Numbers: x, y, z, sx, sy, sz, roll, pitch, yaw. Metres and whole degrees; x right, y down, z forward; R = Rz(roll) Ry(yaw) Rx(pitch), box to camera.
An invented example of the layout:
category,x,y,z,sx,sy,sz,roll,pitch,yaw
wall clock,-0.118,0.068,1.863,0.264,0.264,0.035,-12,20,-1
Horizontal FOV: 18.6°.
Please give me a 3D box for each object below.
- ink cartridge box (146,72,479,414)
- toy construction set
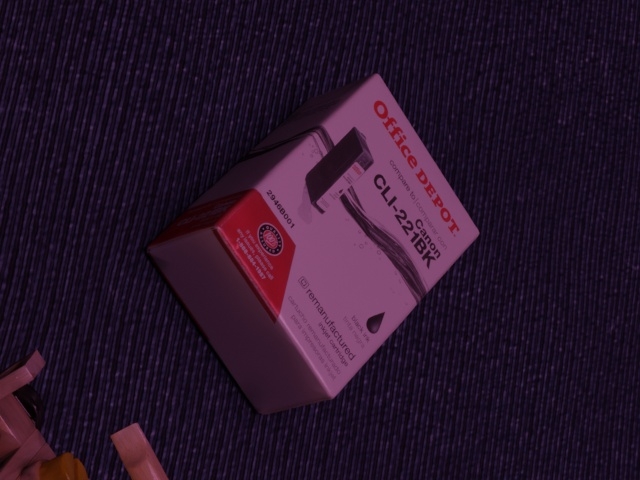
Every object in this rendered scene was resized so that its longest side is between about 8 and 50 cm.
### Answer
category,x,y,z,sx,sy,sz,roll,pitch,yaw
ink cartridge box,0.000,0.000,1.837,0.273,0.114,0.197,-46,109,-39
toy construction set,-0.218,0.192,1.493,0.257,0.309,0.237,-32,95,-49
